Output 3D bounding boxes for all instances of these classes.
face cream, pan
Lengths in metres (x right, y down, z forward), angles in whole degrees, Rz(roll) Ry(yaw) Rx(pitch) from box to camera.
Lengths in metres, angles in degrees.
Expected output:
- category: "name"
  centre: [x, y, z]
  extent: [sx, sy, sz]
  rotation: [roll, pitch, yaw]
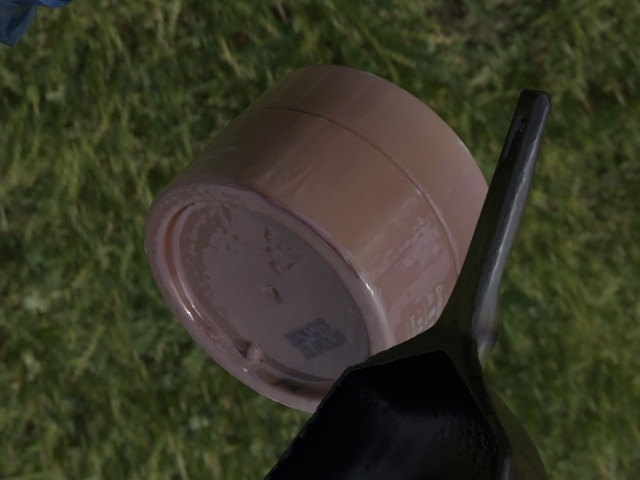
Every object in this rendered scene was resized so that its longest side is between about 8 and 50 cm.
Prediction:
- category: "face cream"
  centre: [0.000, 0.000, 0.872]
  extent: [0.104, 0.149, 0.149]
  rotation: [-47, 151, -36]
- category: "pan"
  centre: [0.045, 0.070, 0.516]
  extent: [0.048, 0.128, 0.202]
  rotation: [24, 111, -30]

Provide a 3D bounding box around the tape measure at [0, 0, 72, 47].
- category: "tape measure"
  centre: [-0.142, -0.248, 0.645]
  extent: [0.138, 0.262, 0.259]
  rotation: [-17, 139, 44]
